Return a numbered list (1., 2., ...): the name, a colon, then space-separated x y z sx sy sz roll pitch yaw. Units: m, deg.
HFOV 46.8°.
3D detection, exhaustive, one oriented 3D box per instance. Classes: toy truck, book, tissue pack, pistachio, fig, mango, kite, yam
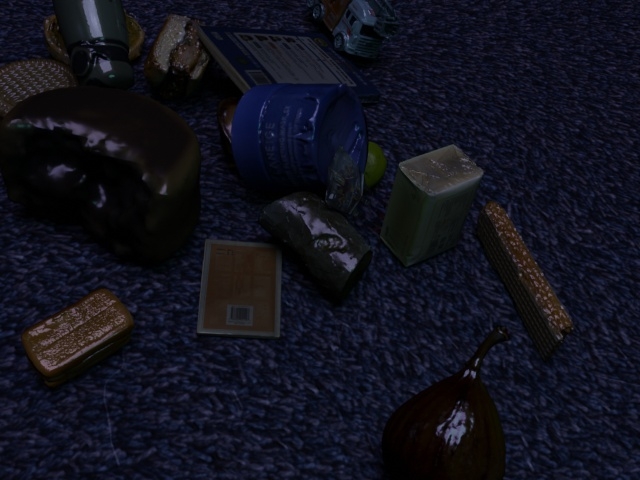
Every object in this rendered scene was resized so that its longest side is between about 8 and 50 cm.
1. toy truck: 0.095 -0.657 2.095 0.133 0.184 0.338 0 47 -37
2. book: -0.167 0.099 1.551 0.170 0.018 0.241 4 50 -6
3. tissue pack: 0.236 -0.074 1.612 0.159 0.234 0.125 -21 54 -24
4. pistachio: -0.186 -0.257 1.779 0.165 0.131 0.210 15 54 -54
5. fig: 0.244 0.291 1.275 0.217 0.217 0.320 23 87 11
6. mango: 0.092 -0.168 1.776 0.117 0.089 0.163 28 64 6
7. kite: 0.083 -0.097 1.621 0.015 0.245 0.141 3 67 36
8. yam: 0.000 0.000 1.577 0.254 0.154 0.154 41 56 21
9. book: -0.076 -0.457 1.930 0.428 0.039 0.300 -9 50 -40

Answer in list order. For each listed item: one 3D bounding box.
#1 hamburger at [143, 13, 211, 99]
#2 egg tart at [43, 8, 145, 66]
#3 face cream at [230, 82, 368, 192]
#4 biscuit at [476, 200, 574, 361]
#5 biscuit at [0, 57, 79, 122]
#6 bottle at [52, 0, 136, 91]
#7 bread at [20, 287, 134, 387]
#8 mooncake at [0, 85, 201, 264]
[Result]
1. hamburger: -0.360 -0.482 1.924 0.156 0.245 0.282 28 4 -17
2. egg tart: -0.605 -0.572 1.998 0.291 0.107 0.290 4 50 -5
3. face cream: -0.039 -0.228 1.651 0.225 0.249 0.249 3 43 32
4. biscuit: 0.435 0.076 1.607 0.054 0.094 0.378 -9 51 -15
5. biscuit: -0.702 -0.347 1.811 0.259 0.079 0.259 5 49 -6
6. bottle: -0.554 -0.504 1.821 0.169 0.168 0.346 -12 72 -18
7. bread: -0.456 0.183 1.401 0.200 0.077 0.116 -33 60 -32
8. mooncake: -0.447 -0.132 1.555 0.394 0.246 0.394 -15 54 -26
